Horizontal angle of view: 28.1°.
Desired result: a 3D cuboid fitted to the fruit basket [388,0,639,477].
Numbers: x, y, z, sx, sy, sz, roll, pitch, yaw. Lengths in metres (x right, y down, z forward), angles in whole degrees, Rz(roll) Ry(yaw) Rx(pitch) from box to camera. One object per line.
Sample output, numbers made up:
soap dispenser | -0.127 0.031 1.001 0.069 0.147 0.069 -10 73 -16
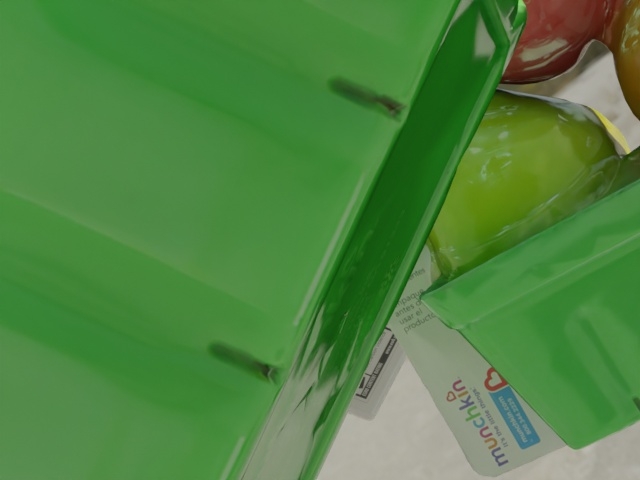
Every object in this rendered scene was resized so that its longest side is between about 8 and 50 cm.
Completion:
fruit basket | 0.133 -0.097 0.645 0.327 0.353 0.165 -31 -7 21

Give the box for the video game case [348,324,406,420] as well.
video game case | 0.000 0.000 0.927 0.227 0.206 0.026 -63 23 9

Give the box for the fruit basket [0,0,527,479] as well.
fruit basket | -0.148 -0.035 0.480 0.392 0.392 0.283 -38 -9 9
